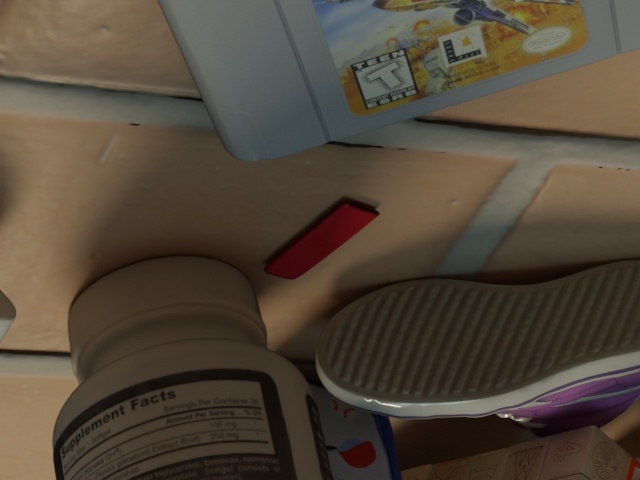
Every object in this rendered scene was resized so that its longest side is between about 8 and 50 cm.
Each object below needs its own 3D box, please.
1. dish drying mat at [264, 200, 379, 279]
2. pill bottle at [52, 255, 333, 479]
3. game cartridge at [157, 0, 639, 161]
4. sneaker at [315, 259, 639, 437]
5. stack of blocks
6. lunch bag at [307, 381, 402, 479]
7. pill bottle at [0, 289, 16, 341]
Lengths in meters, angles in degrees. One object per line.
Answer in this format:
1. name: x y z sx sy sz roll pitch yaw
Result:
1. dish drying mat: 0.000 0.000 1.296 0.032 0.008 0.083 18 134 -41
2. pill bottle: -0.075 0.174 1.241 0.176 0.318 0.176 -9 146 -6
3. game cartridge: 0.063 -0.148 1.061 0.297 0.062 0.198 -17 151 4
4. sneaker: 0.124 0.104 1.417 0.282 0.102 0.161 -4 149 -15
5. stack of blocks: 0.146 0.250 1.522 0.171 0.087 0.297 39 142 -25
6. lunch bag: -0.052 0.260 1.449 0.115 0.243 0.303 13 137 -34
7. pill bottle: -0.282 0.112 1.196 0.124 0.124 0.221 26 100 -45
